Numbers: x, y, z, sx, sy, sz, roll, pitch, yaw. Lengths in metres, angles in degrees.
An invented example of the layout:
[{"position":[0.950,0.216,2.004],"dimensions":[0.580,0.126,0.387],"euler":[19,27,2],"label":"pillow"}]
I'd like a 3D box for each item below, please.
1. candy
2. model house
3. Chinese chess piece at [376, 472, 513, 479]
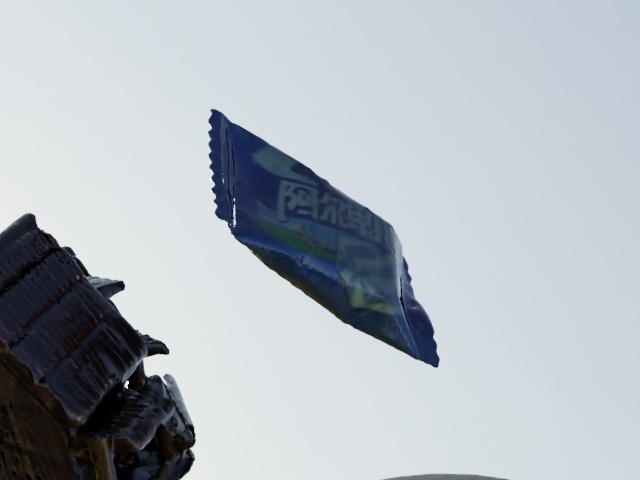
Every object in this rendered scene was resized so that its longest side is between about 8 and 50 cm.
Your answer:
[{"position":[0.000,0.000,1.999],"dimensions":[0.331,0.077,0.187],"euler":[34,29,-32],"label":"candy"},{"position":[-0.256,0.109,1.988],"dimensions":[0.297,0.317,0.282],"euler":[-6,-70,33],"label":"model house"},{"position":[0.057,0.246,1.230],"dimensions":[0.273,0.273,0.102],"euler":[15,-58,50],"label":"Chinese chess piece"}]
